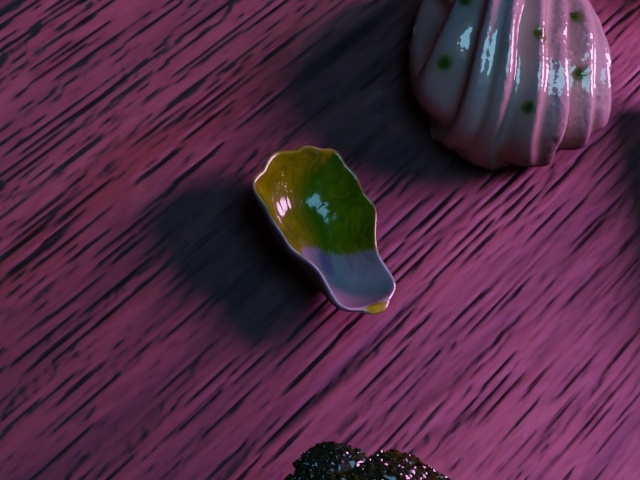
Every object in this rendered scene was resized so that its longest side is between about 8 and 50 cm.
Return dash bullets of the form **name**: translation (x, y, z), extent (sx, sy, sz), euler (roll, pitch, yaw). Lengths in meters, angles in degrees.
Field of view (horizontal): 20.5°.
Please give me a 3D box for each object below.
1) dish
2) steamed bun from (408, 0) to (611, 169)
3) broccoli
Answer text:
- **dish**: translation (0.000, 0.000, 1.275), extent (0.091, 0.039, 0.137), euler (-19, 75, -38)
- **steamed bun**: translation (0.158, -0.145, 1.392), extent (0.182, 0.106, 0.183), euler (11, 62, -21)
- **broccoli**: translation (0.043, 0.206, 1.126), extent (0.162, 0.138, 0.146), euler (18, 58, -20)
